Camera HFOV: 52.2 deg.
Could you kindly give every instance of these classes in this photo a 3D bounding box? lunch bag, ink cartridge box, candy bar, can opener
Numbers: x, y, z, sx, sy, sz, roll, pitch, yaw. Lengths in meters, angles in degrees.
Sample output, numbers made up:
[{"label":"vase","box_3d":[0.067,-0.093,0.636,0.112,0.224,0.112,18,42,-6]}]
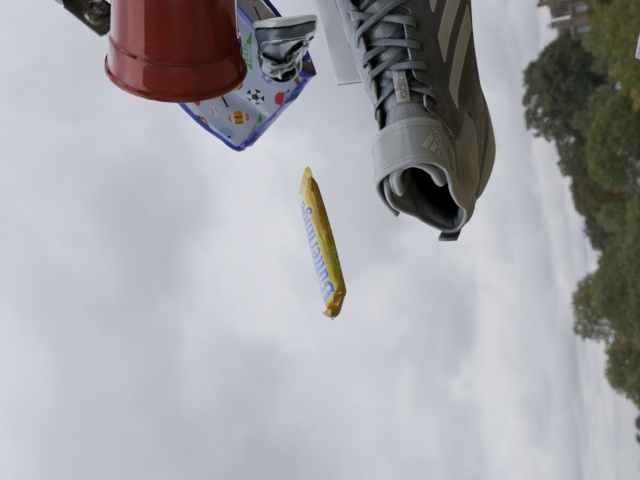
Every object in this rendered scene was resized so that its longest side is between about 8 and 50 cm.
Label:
[{"label":"lunch bag","box_3d":[-0.230,-0.470,1.709,0.385,0.328,0.239,50,-148,2]},{"label":"ink cartridge box","box_3d":[0.064,-0.394,1.070,0.172,0.100,0.237,70,-160,-44]},{"label":"candy bar","box_3d":[0.000,0.000,0.605,0.040,0.018,0.162,110,154,-46]},{"label":"can opener","box_3d":[-0.586,-0.563,1.477,0.283,0.095,0.076,38,-110,-17]}]

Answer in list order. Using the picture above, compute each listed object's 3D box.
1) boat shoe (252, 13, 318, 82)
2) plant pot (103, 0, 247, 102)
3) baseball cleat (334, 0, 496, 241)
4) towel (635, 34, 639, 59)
[{"label":"boat shoe","box_3d":[-0.062,-0.346,1.194,0.319,0.116,0.099,-124,28,-78]},{"label":"plant pot","box_3d":[-0.263,-0.434,1.175,0.272,0.272,0.265,-64,-13,-46]},{"label":"baseball cleat","box_3d":[0.048,-0.093,0.339,0.206,0.072,0.109,60,-147,-27]},{"label":"towel","box_3d":[0.509,-0.295,0.820,0.029,0.197,0.144,-75,-12,-62]}]
